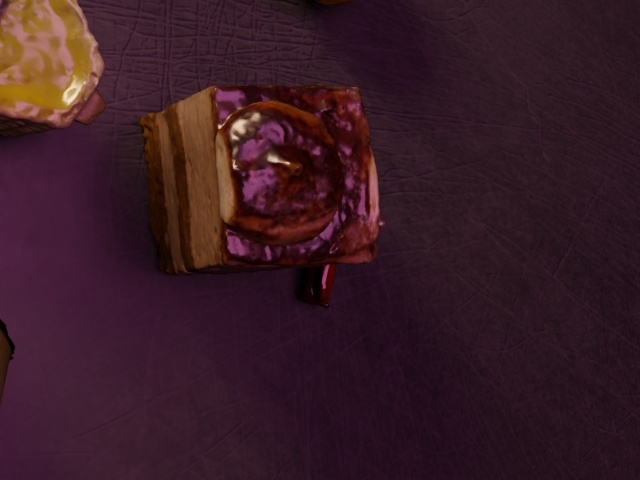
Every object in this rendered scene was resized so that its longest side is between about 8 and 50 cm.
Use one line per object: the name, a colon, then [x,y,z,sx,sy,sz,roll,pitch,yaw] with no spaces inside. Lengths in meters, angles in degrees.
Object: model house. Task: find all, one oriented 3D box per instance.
model house: [-0.325,-0.175,0.872,0.234,0.193,0.175,44,68,-25]

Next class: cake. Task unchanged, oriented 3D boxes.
cake: [-0.051,-0.066,0.972,0.198,0.293,0.196,-3,88,-27]

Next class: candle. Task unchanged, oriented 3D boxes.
candle: [0.000,0.000,1.148,0.053,0.048,0.162,21,75,-64]

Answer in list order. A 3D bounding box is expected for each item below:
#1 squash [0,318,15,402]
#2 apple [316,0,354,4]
squash: [-0.381,0.133,0.810,0.220,0.220,0.133,13,56,-30]
apple: [0.013,-0.347,1.104,0.146,0.146,0.147,1,88,-30]
